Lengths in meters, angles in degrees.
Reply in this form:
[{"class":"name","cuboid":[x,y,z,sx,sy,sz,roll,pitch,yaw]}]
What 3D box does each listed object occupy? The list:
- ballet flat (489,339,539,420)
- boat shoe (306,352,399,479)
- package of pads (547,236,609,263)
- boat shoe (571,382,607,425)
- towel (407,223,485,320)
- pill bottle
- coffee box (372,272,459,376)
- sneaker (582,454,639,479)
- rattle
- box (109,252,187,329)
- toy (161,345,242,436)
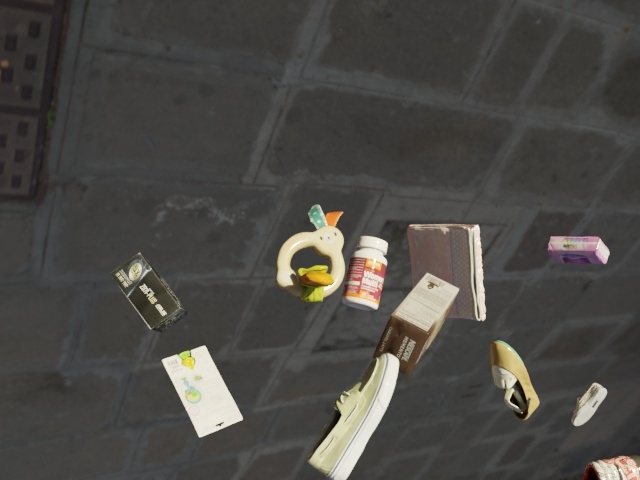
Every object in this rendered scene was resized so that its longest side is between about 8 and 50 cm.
[{"class":"ballet flat","cuboid":[0.435,0.324,1.462,0.073,0.080,0.232,-50,121,-26]},{"class":"boat shoe","cuboid":[0.074,0.377,1.416,0.094,0.109,0.302,29,79,-7]},{"class":"package of pads","cuboid":[0.417,0.016,1.047,0.050,0.083,0.032,39,63,-40]},{"class":"boat shoe","cuboid":[0.552,0.340,1.348,0.035,0.035,0.100,30,98,-27]},{"class":"towel","cuboid":[0.428,0.108,2.243,0.053,0.317,0.331,-9,95,-35]},{"class":"pill bottle","cuboid":[0.146,0.106,2.077,0.121,0.121,0.221,29,69,-46]},{"class":"coffee box","cuboid":[0.236,0.200,1.576,0.246,0.098,0.141,-38,150,-54]},{"class":"sneaker","cuboid":[0.689,0.643,1.523,0.145,0.090,0.270,-2,94,-7]},{"class":"rattle","cuboid":[0.000,0.000,1.136,0.199,0.130,0.142,-61,164,-22]},{"class":"box","cuboid":[-0.367,0.117,1.403,0.077,0.147,0.180,-36,175,-12]},{"class":"toy","cuboid":[-0.327,0.413,1.756,0.137,0.237,0.056,-13,153,-39]}]
